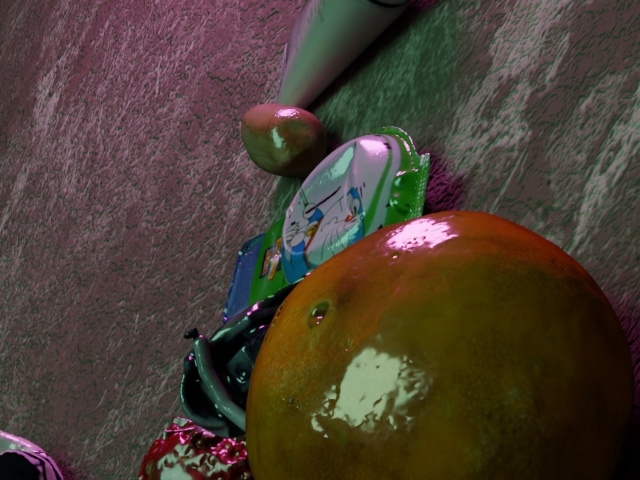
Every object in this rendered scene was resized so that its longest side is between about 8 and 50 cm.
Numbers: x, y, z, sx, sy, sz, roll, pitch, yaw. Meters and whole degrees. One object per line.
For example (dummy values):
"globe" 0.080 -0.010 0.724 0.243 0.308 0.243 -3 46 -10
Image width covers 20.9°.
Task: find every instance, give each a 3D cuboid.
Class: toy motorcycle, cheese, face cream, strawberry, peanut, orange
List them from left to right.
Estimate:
"strawberry" -0.135 0.259 1.628 0.167 0.087 0.208 -6 63 58
"peanut" -0.042 -0.106 1.808 0.076 0.076 0.152 -63 24 0
"toy motorcycle" -0.025 0.088 1.467 0.270 0.159 0.106 -45 71 42
"cheese" 0.000 0.000 1.622 0.320 0.083 0.203 -26 44 49
"face cream" 0.015 -0.230 1.820 0.314 0.089 0.143 -42 33 51
"orange" 0.078 0.111 1.209 0.284 0.226 0.284 -33 32 24

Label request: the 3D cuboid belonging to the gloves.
"gloves" -0.364 0.293 2.004 0.218 0.131 0.140 92 -165 -79
